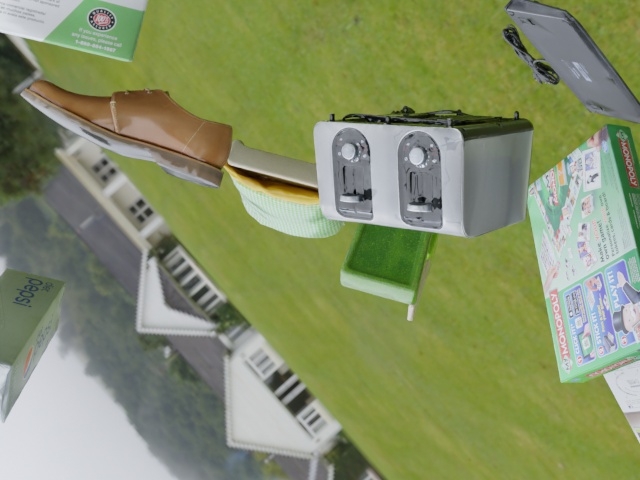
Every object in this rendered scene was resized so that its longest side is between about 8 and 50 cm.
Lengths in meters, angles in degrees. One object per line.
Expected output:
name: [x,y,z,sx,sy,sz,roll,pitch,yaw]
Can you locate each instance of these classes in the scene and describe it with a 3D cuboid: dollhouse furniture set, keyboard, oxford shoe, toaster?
dollhouse furniture set: [0.000,0.000,1.188,0.302,0.151,0.197,15,158,10]
keyboard: [0.379,-0.280,1.356,0.202,0.033,0.317,27,176,46]
oxford shoe: [-0.189,-0.122,0.871,0.212,0.076,0.076,20,175,-6]
toaster: [0.107,-0.073,0.867,0.168,0.110,0.186,9,-165,36]

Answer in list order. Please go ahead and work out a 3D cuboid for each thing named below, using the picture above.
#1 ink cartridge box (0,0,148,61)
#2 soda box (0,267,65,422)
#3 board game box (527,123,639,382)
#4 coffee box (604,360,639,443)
ink cartridge box: [-0.280,-0.362,0.959,0.202,0.278,0.117,9,-158,-27]
soda box: [-0.447,0.139,1.239,0.098,0.091,0.286,13,-161,-6]
board game box: [0.393,0.023,1.252,0.213,0.046,0.317,132,137,-60]
coffee box: [0.530,0.209,1.380,0.098,0.141,0.246,-13,123,38]
